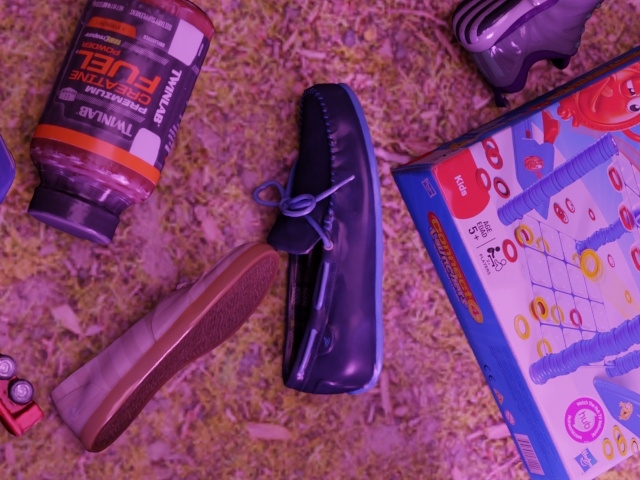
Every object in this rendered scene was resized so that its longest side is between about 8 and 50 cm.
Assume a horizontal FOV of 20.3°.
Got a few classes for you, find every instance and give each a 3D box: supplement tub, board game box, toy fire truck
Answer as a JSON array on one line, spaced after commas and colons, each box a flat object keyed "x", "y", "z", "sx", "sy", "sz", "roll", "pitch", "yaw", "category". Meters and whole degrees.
[{"x": -0.162, "y": -0.100, "z": 1.401, "sx": 0.106, "sy": 0.106, "sz": 0.197, "roll": 22, "pitch": 80, "yaw": -18, "category": "supplement tub"}, {"x": 0.263, "y": 0.011, "z": 1.566, "sx": 0.302, "sy": 0.086, "sz": 0.308, "roll": -28, "pitch": 98, "yaw": -19, "category": "board game box"}, {"x": -0.291, "y": 0.136, "z": 1.376, "sx": 0.135, "sy": 0.047, "sz": 0.192, "roll": -37, "pitch": 100, "yaw": -17, "category": "toy fire truck"}]

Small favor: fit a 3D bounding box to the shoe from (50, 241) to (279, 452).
[{"x": -0.124, "y": 0.073, "z": 1.422, "sx": 0.219, "sy": 0.076, "sz": 0.058, "roll": -44, "pitch": 67, "yaw": -7, "category": "shoe"}]

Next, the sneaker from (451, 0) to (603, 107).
[{"x": 0.216, "y": -0.213, "z": 1.575, "sx": 0.224, "sy": 0.083, "sz": 0.098, "roll": -36, "pitch": 121, "yaw": -13, "category": "sneaker"}]

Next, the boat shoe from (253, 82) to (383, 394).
[{"x": 0.000, "y": 0.000, "z": 1.460, "sx": 0.089, "sy": 0.109, "sz": 0.258, "roll": -5, "pitch": 88, "yaw": -17, "category": "boat shoe"}]

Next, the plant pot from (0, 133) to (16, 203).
[{"x": -0.355, "y": -0.058, "z": 1.255, "sx": 0.212, "sy": 0.236, "sz": 0.236, "roll": -28, "pitch": 87, "yaw": -25, "category": "plant pot"}]
